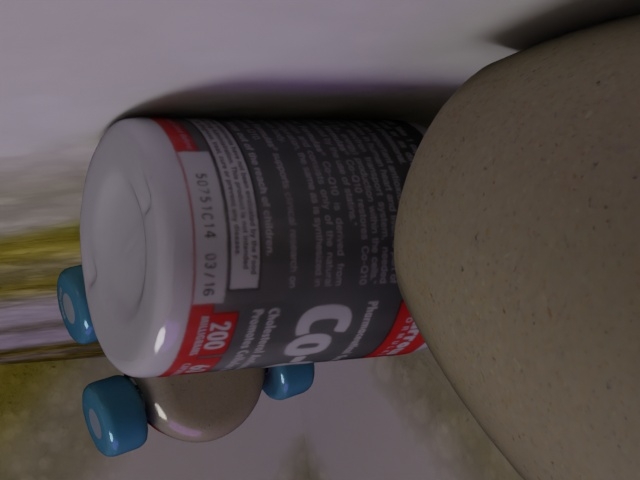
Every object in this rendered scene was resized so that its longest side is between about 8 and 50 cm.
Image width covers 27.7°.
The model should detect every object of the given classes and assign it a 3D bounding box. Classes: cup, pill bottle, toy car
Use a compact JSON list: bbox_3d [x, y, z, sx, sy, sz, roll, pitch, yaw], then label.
[{"bbox_3d":[0.182,0.010,0.701,0.237,0.331,0.331,23,-167,38],"label":"cup"},{"bbox_3d":[0.000,0.000,0.857,0.283,0.161,0.161,-2,172,-28],"label":"pill bottle"},{"bbox_3d":[-0.163,0.084,1.305,0.219,0.210,0.238,-16,-170,-27],"label":"toy car"}]
